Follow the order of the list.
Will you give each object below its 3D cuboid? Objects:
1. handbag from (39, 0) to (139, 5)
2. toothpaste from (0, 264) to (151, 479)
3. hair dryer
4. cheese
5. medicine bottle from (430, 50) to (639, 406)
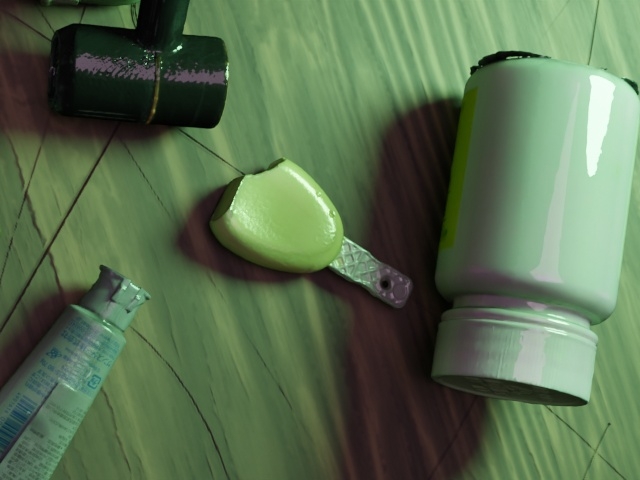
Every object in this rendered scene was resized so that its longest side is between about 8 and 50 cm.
[{"bbox_3d":[-0.292,-0.381,1.511,0.219,0.079,0.256,2,82,-15],"label":"handbag"},{"bbox_3d":[-0.288,0.166,1.444,0.114,0.073,0.299,36,79,-14],"label":"toothpaste"},{"bbox_3d":[-0.176,-0.283,1.435,0.189,0.107,0.352,2,123,-19],"label":"hair dryer"},{"bbox_3d":[0.000,0.000,1.586,0.255,0.050,0.127,30,71,-17],"label":"cheese"},{"bbox_3d":[0.248,-0.010,1.596,0.213,0.213,0.379,14,77,-19],"label":"medicine bottle"}]
